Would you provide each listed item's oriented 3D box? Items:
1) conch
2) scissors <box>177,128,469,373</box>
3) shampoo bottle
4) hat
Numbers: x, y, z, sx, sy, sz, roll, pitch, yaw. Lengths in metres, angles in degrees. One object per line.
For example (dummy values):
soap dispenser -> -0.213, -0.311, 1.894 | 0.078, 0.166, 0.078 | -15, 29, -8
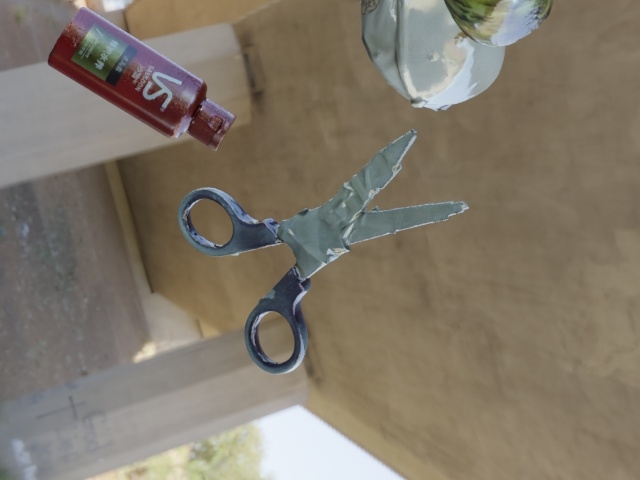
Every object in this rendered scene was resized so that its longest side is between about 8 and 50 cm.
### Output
conch -> 0.179, -0.325, 0.991 | 0.187, 0.124, 0.181 | -46, -128, 30
scissors -> 0.000, 0.000, 1.061 | 0.383, 0.029, 0.256 | -27, -90, 39
shampoo bottle -> -0.292, -0.260, 1.543 | 0.314, 0.118, 0.076 | 32, -18, -7
hat -> 0.228, -0.331, 1.345 | 0.301, 0.258, 0.168 | -39, -130, 38
